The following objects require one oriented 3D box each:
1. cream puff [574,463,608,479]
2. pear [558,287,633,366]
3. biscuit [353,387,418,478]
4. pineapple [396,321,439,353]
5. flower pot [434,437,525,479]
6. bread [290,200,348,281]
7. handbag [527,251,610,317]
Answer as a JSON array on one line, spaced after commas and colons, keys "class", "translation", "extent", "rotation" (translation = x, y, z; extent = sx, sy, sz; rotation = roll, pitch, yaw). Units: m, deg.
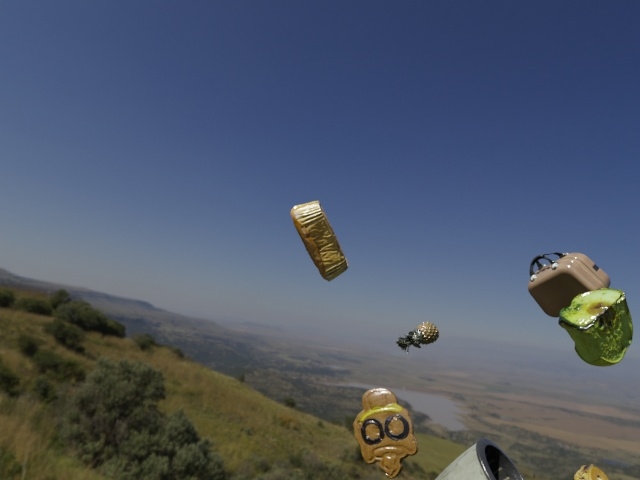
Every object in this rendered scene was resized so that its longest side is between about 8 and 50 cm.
[{"class": "cream puff", "translation": [1.010, 0.906, 1.735], "extent": [0.133, 0.119, 0.104], "rotation": [8, -40, -20]}, {"class": "pear", "translation": [1.061, 0.337, 1.759], "extent": [0.255, 0.238, 0.164], "rotation": [55, -15, -15]}, {"class": "biscuit", "translation": [0.216, 0.654, 1.583], "extent": [0.209, 0.290, 0.041], "rotation": [-17, -22, 15]}, {"class": "pineapple", "translation": [0.482, 0.488, 2.331], "extent": [0.251, 0.125, 0.125], "rotation": [-14, 4, -36]}, {"class": "flower pot", "translation": [0.561, 0.947, 1.707], "extent": [0.330, 0.293, 0.294], "rotation": [-44, -36, 18]}, {"class": "bread", "translation": [0.000, 0.000, 1.639], "extent": [0.119, 0.288, 0.152], "rotation": [-24, 13, 7]}, {"class": "handbag", "translation": [1.035, 0.169, 1.995], "extent": [0.283, 0.149, 0.302], "rotation": [48, -29, 9]}]
